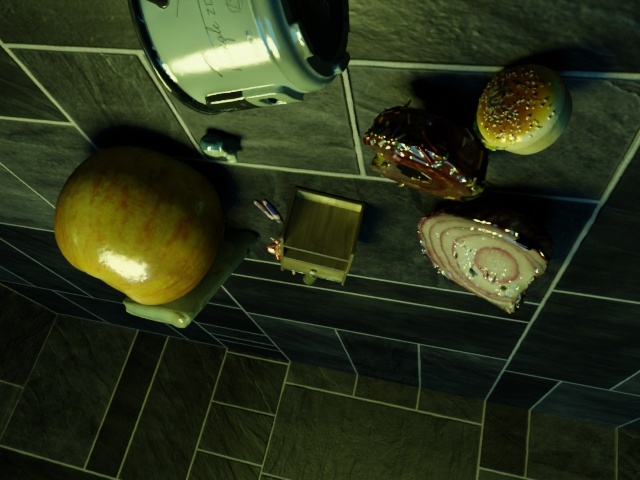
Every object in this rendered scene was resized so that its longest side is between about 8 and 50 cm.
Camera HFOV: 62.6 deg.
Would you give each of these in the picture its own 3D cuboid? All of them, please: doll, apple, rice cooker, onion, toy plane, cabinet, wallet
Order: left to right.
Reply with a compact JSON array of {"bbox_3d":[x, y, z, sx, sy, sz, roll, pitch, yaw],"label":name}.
[{"bbox_3d":[-0.427,-0.026,1.252,0.400,0.334,0.400,10,153,5],"label":"apple"},{"bbox_3d":[-0.360,0.093,1.460,0.252,0.360,0.083,4,127,28],"label":"wallet"},{"bbox_3d":[-0.212,-0.195,1.110,0.083,0.051,0.076,14,174,-1],"label":"doll"},{"bbox_3d":[-0.097,-0.279,0.627,0.227,0.241,0.280,-1,-172,24],"label":"rice cooker"},{"bbox_3d":[-0.049,0.020,1.473,0.194,0.126,0.077,-17,-165,-10],"label":"toy plane"},{"bbox_3d":[0.000,0.000,1.292,0.174,0.148,0.215,14,157,2],"label":"cabinet"},{"bbox_3d":[0.354,-0.002,1.123,0.280,0.146,0.314,34,161,17],"label":"onion"}]

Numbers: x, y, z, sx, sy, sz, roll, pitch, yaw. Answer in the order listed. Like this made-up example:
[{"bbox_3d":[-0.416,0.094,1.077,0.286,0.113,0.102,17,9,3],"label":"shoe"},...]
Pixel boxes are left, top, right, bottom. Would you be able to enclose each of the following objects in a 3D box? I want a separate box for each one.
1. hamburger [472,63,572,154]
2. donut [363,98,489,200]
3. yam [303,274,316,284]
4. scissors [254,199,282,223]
[{"bbox_3d":[0.282,-0.187,0.754,0.081,0.127,0.141,18,-178,-32],"label":"hamburger"},{"bbox_3d":[0.179,-0.145,0.874,0.216,0.096,0.230,21,175,24],"label":"donut"},{"bbox_3d":[-0.030,0.113,1.688,0.043,0.043,0.094,18,154,-8],"label":"yam"},{"bbox_3d":[-0.131,-0.073,1.373,0.039,0.012,0.113,1,153,28],"label":"scissors"}]
